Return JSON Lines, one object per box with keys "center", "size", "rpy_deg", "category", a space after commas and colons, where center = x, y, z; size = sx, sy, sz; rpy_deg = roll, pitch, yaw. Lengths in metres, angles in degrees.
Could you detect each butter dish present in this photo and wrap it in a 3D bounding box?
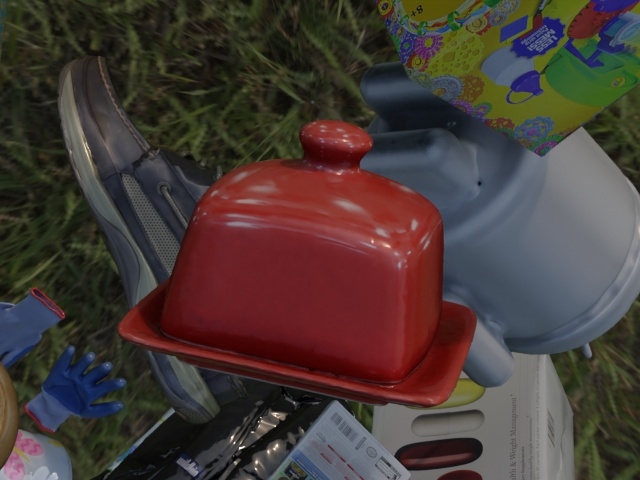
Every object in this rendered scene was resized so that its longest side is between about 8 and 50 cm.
{"center": [0.000, 0.000, 0.658], "size": [0.160, 0.160, 0.118], "rpy_deg": [11, 106, 10], "category": "butter dish"}

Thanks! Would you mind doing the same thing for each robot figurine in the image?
{"center": [0.164, -0.026, 1.197], "size": [0.353, 0.200, 0.300], "rpy_deg": [39, 64, -41], "category": "robot figurine"}

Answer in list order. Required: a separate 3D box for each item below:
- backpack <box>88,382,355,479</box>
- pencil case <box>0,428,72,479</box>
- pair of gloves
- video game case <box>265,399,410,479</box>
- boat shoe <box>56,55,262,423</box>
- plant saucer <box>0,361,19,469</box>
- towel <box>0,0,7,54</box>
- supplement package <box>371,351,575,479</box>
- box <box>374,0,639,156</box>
{"center": [-0.111, 0.320, 1.862], "size": [0.290, 0.273, 0.355], "rpy_deg": [31, 68, 15], "category": "backpack"}
{"center": [-0.345, 0.196, 1.131], "size": [0.273, 0.124, 0.113], "rpy_deg": [19, 127, -34], "category": "pencil case"}
{"center": [-0.312, 0.133, 1.493], "size": [0.159, 0.023, 0.198], "rpy_deg": [-33, 108, 35], "category": "pair of gloves"}
{"center": [0.003, 0.196, 1.039], "size": [0.087, 0.011, 0.122], "rpy_deg": [46, 65, -8], "category": "video game case"}
{"center": [-0.133, -0.013, 1.229], "size": [0.130, 0.132, 0.355], "rpy_deg": [-22, 79, -6], "category": "boat shoe"}
{"center": [-0.175, 0.077, 0.622], "size": [0.083, 0.015, 0.083], "rpy_deg": [15, 63, -31], "category": "plant saucer"}
{"center": [-0.394, -0.137, 1.154], "size": [0.040, 0.271, 0.370], "rpy_deg": [36, 125, 34], "category": "towel"}
{"center": [0.173, 0.249, 1.524], "size": [0.203, 0.194, 0.149], "rpy_deg": [-10, 137, 19], "category": "supplement package"}
{"center": [0.175, -0.268, 0.949], "size": [0.290, 0.177, 0.279], "rpy_deg": [-38, 54, 25], "category": "box"}
